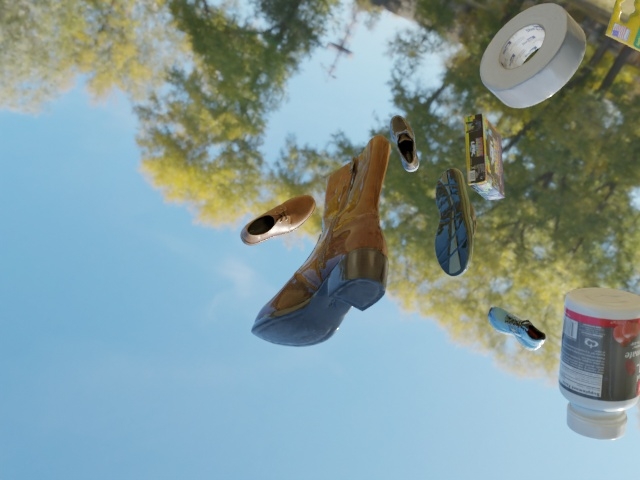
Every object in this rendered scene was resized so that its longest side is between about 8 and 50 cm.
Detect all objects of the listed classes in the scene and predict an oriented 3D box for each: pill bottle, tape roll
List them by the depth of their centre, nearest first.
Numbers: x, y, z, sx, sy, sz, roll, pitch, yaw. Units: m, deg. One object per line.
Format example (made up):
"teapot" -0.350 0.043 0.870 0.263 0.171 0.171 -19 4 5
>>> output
"tape roll" 0.451 -0.396 1.502 0.072 0.219 0.219 31 -162 -30
"pill bottle" 0.639 0.280 1.598 0.176 0.319 0.176 0 -168 0

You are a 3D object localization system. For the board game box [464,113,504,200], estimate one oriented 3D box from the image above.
"board game box" 0.393 -0.197 1.674 0.048 0.170 0.141 -9 163 32

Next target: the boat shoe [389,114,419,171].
"boat shoe" 0.256 -0.301 2.106 0.066 0.066 0.183 47 -157 -75

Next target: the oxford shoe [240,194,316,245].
"oxford shoe" -0.097 -0.054 1.735 0.212 0.076 0.076 -31 -96 -18

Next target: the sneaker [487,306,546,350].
"sneaker" 0.504 0.213 1.783 0.162 0.073 0.063 31 -120 0

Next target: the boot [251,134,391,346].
"boot" 0.000 0.000 1.054 0.096 0.264 0.280 25 -134 -23

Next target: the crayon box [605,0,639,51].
"crayon box" 0.727 -0.413 1.334 0.323 0.083 0.203 36 167 22

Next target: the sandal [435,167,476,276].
"sandal" 0.368 -0.051 1.841 0.086 0.120 0.303 18 -118 -31
